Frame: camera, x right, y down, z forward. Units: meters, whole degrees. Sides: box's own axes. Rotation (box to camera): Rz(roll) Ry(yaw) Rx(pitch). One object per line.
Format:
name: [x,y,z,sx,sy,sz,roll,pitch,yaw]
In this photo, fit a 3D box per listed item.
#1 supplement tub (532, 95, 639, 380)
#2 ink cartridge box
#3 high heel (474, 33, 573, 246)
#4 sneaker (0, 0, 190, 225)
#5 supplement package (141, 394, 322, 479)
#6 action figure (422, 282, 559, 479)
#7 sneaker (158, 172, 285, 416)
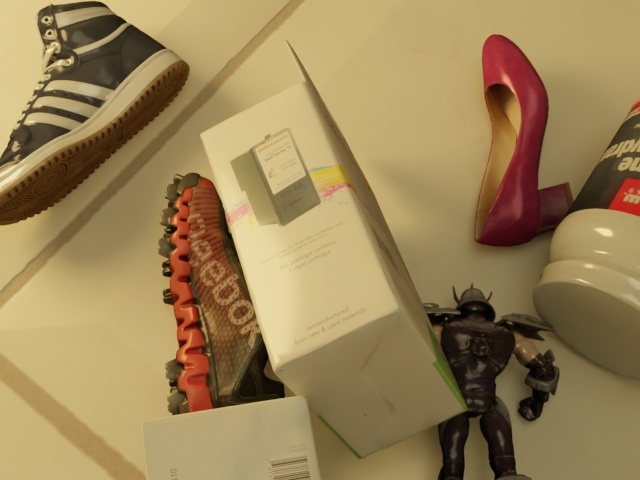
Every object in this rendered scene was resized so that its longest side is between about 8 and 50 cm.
supplement tub: [0.355,-0.012,1.027,0.191,0.191,0.272,32,69,9]
ink cartridge box: [0.000,0.000,0.951,0.119,0.207,0.353,-26,51,7]
high heel: [0.193,-0.113,1.116,0.117,0.082,0.244,-11,82,-19]
sneaker: [-0.291,-0.147,1.083,0.153,0.099,0.282,42,64,7]
supplement package: [-0.070,0.234,0.869,0.133,0.244,0.139,-8,70,-6]
action figure: [0.149,0.168,0.995,0.185,0.099,0.285,1,61,4]
sneaker: [-0.094,0.059,1.017,0.135,0.097,0.276,-6,71,-6]
